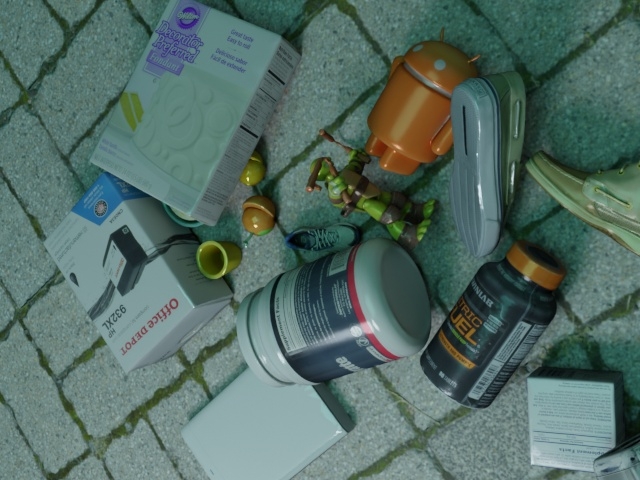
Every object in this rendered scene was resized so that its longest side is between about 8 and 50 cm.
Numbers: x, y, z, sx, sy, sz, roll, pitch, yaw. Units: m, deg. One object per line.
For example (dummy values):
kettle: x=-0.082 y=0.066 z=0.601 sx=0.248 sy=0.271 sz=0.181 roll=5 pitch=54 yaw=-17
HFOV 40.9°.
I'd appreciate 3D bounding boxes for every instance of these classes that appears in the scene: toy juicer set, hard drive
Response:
toy juicer set: x=-0.206 y=-0.114 z=1.530 sx=0.209 sy=0.089 sz=0.329 roll=-39 pitch=77 yaw=27
hard drive: x=-0.105 y=0.343 z=1.562 sx=0.307 sy=0.040 sz=0.203 roll=-44 pitch=75 yaw=27

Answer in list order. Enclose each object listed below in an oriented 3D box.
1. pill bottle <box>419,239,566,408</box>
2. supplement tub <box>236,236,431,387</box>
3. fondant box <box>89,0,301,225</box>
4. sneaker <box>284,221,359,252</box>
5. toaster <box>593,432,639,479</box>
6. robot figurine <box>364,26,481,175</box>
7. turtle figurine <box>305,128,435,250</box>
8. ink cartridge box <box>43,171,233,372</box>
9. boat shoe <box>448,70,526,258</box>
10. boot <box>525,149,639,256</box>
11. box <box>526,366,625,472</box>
pill bottle: x=0.262 y=0.120 z=1.277 sx=0.130 sy=0.130 sz=0.246 roll=38 pitch=112 yaw=20
supplement tub: x=0.022 y=0.122 z=1.375 sx=0.272 sy=0.191 sz=0.191 roll=-22 pitch=86 yaw=30
fondant box: x=-0.215 y=-0.225 z=1.465 sx=0.238 sy=0.096 sz=0.330 roll=27 pitch=90 yaw=24
sneaker: x=0.000 y=0.000 z=1.448 sx=0.135 sy=0.058 sz=0.052 roll=-6 pitch=93 yaw=29
toaster: x=0.469 y=0.328 z=1.149 sx=0.147 sy=0.226 sz=0.129 roll=63 pitch=156 yaw=15
robot figurine: x=0.153 y=-0.207 z=1.296 sx=0.128 sy=0.158 sz=0.219 roll=28 pitch=112 yaw=-8
turtle figurine: x=0.063 y=-0.067 z=1.316 sx=0.217 sy=0.269 sz=0.087 roll=30 pitch=110 yaw=-2
ink cartridge box: x=-0.343 y=0.054 z=1.604 sx=0.223 sy=0.129 sz=0.307 roll=-42 pitch=76 yaw=26
boat shoe: x=0.248 y=-0.101 z=1.232 sx=0.109 sy=0.094 sz=0.302 roll=-122 pitch=18 yaw=-45
boot: x=0.434 y=-0.103 z=1.171 sx=0.262 sy=0.095 sz=0.204 roll=36 pitch=113 yaw=18
box: x=0.377 y=0.263 z=1.264 sx=0.126 sy=0.072 sz=0.137 roll=0 pitch=96 yaw=29
